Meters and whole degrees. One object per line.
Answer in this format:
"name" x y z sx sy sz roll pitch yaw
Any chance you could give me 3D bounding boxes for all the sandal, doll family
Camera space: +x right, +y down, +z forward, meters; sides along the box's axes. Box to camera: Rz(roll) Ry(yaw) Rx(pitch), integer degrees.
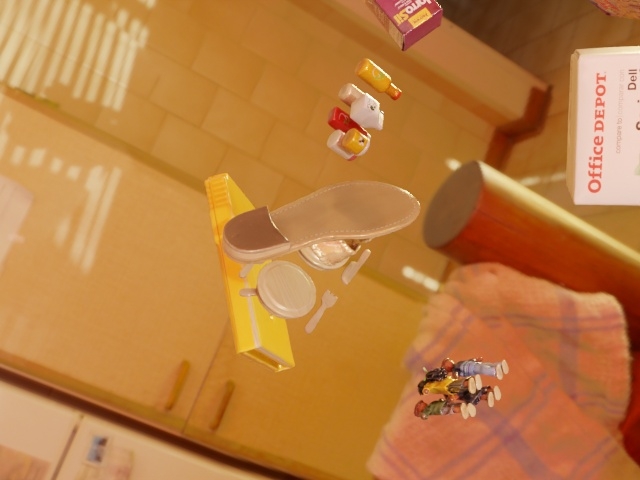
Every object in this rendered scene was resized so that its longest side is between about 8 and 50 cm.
"sandal" -0.003 -0.005 0.930 0.079 0.240 0.088 103 147 -47
"doll family" 0.211 0.226 1.232 0.111 0.193 0.076 -11 86 41

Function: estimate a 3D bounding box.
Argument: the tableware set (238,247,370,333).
"tableware set" -0.027 0.039 1.097 0.194 0.128 0.039 -51 1 -43

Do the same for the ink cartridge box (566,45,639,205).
"ink cartridge box" 0.472 -0.152 1.034 0.117 0.278 0.201 -48 -43 -68

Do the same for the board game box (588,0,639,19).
"board game box" 0.580 -0.523 1.577 0.213 0.317 0.046 33 102 52

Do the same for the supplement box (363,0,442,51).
"supplement box" 0.090 -0.265 0.886 0.055 0.083 0.043 -36 -12 -2

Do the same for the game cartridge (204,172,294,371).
"game cartridge" -0.129 0.064 1.432 0.285 0.053 0.323 59 -165 -71

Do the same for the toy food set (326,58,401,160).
"toy food set" 0.086 -0.227 1.513 0.111 0.104 0.232 -34 36 38
